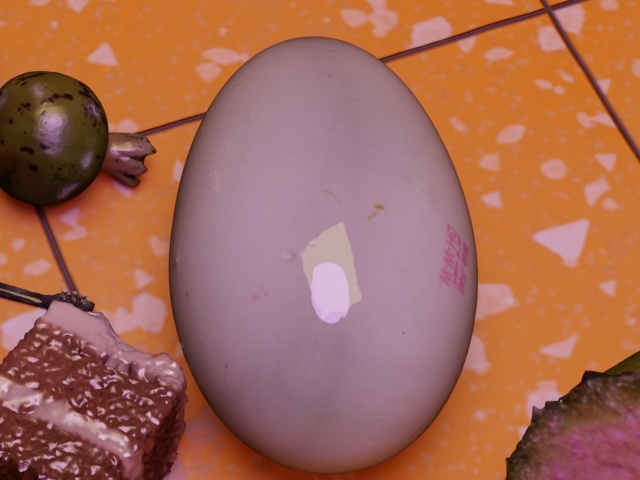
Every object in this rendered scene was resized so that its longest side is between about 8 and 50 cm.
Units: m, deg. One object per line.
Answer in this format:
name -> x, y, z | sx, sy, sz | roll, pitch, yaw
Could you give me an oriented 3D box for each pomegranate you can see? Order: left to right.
pomegranate -> -0.207, -0.080, 1.397 | 0.142, 0.114, 0.114 | 13, 54, -29

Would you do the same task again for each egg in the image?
egg -> 0.000, 0.000, 1.286 | 0.230, 0.230, 0.371 | -1, 55, -5

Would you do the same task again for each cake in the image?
cake -> -0.180, 0.145, 1.245 | 0.135, 0.134, 0.147 | 25, 51, 11

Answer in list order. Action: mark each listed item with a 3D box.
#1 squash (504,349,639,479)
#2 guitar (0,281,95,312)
squash -> 0.337, 0.159, 1.220 | 0.310, 0.310, 0.309 | 39, 45, 18
guitar -> -0.293, 0.025, 1.366 | 0.233, 0.025, 0.088 | 15, 57, 5
